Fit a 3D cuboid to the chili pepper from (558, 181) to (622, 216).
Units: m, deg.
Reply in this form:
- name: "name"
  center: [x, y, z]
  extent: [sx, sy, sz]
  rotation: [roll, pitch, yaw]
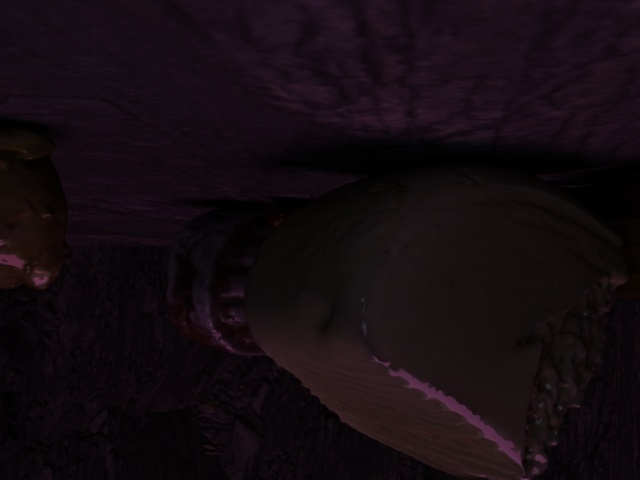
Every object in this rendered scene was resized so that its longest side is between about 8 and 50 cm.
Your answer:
- name: "chili pepper"
  center: [0.253, -0.032, 0.895]
  extent: [0.226, 0.059, 0.088]
  rotation: [2, -177, 30]

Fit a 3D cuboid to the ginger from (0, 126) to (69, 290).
- name: "ginger"
  center: [-0.263, -0.024, 0.618]
  extent: [0.193, 0.123, 0.115]
  rotation: [6, -159, 37]

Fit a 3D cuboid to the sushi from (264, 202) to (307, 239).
- name: "sushi"
  center: [-0.002, -0.002, 1.175]
  extent: [0.103, 0.097, 0.226]
  rotation: [29, 173, 42]

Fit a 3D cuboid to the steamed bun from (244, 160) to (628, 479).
- name: "steamed bun"
  center: [0.099, 0.034, 0.751]
  extent: [0.273, 0.272, 0.290]
  rotation: [42, 154, -28]

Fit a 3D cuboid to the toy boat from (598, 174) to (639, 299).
- name: "toy boat"
  center: [0.305, -0.007, 0.713]
  extent: [0.089, 0.115, 0.310]
  rotation: [9, 174, -21]

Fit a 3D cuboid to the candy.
- name: "candy"
  center: [-0.104, 0.057, 1.251]
  extent: [0.157, 0.214, 0.289]
  rotation: [6, -179, 35]
